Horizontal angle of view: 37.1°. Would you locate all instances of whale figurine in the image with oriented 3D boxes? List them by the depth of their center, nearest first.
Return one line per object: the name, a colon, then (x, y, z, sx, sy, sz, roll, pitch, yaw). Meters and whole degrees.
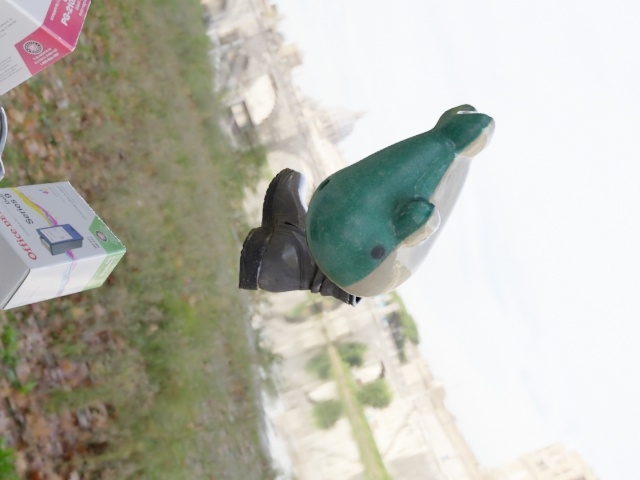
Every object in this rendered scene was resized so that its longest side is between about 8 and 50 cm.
whale figurine: (0.088, -0.065, 1.142, 0.141, 0.272, 0.216, 36, 11, -15)

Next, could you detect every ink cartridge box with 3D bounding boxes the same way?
ink cartridge box: (-0.450, -0.317, 1.230, 0.237, 0.172, 0.100, 37, 47, -38)
ink cartridge box: (-0.414, 0.003, 1.388, 0.154, 0.093, 0.212, 47, 25, 14)

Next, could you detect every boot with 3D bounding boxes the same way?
boot: (0.000, 0.000, 1.648, 0.338, 0.223, 0.118, -74, 171, -52)

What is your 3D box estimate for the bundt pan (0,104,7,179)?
bundt pan: (-0.542, -0.105, 1.124, 0.124, 0.331, 0.331, 28, 38, -65)
